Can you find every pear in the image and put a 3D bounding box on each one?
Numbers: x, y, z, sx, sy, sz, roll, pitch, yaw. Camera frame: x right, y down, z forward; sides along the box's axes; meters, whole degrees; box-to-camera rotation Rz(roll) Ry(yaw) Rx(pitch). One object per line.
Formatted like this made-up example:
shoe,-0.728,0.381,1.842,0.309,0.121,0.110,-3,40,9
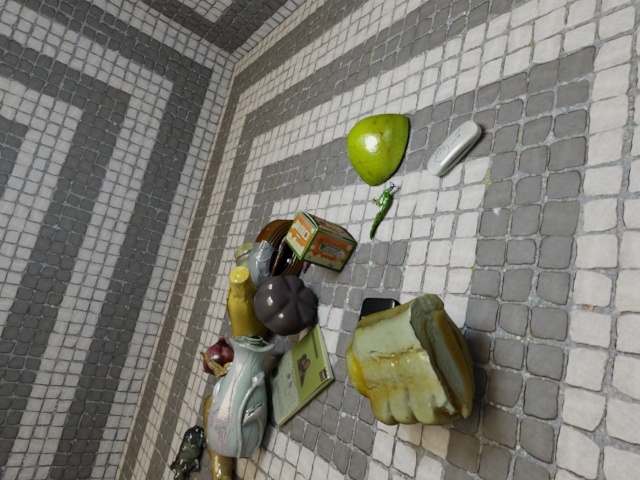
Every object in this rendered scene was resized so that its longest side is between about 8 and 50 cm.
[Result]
pear,0.188,-0.327,1.555,0.288,0.139,0.239,-25,63,48

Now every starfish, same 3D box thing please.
starfish,-0.393,0.629,1.846,0.294,0.084,0.301,-3,109,31

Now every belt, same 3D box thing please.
belt,-0.186,0.067,1.780,0.122,0.217,0.338,5,67,54

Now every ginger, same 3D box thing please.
ginger,-0.468,0.873,1.820,0.236,0.166,0.375,-21,51,39

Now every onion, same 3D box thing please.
onion,-0.488,0.559,2.023,0.159,0.160,0.194,-42,32,35

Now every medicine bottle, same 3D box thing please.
medicine bottle,-0.312,0.167,1.967,0.151,0.151,0.322,-52,38,24

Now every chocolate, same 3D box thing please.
chocolate,-0.312,0.268,1.727,0.445,0.162,0.162,92,165,-45

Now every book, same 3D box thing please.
book,-0.088,0.513,1.582,0.352,0.035,0.239,-50,37,28

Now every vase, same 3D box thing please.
vase,-0.307,0.603,1.644,0.250,0.250,0.445,5,84,55

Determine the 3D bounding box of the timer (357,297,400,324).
timer,0.180,0.277,1.315,0.144,0.055,0.187,-7,64,51

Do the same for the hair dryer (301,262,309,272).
hair dryer,-0.053,0.064,1.757,0.106,0.054,0.154,28,100,60

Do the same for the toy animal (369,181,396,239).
toy animal,0.207,-0.111,1.489,0.075,0.041,0.216,42,112,53

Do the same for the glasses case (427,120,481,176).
glasses case,0.410,-0.282,1.280,0.197,0.049,0.076,-48,40,29

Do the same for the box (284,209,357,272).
box,0.000,0.000,1.578,0.148,0.195,0.177,-61,34,13

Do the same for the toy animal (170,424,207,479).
toy animal,-0.655,1.065,2.031,0.343,0.106,0.168,-60,36,20

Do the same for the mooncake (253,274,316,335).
mooncake,-0.135,0.245,1.604,0.133,0.245,0.244,-43,42,40

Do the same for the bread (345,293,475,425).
bread,0.229,0.320,1.087,0.341,0.210,0.300,-38,67,46
